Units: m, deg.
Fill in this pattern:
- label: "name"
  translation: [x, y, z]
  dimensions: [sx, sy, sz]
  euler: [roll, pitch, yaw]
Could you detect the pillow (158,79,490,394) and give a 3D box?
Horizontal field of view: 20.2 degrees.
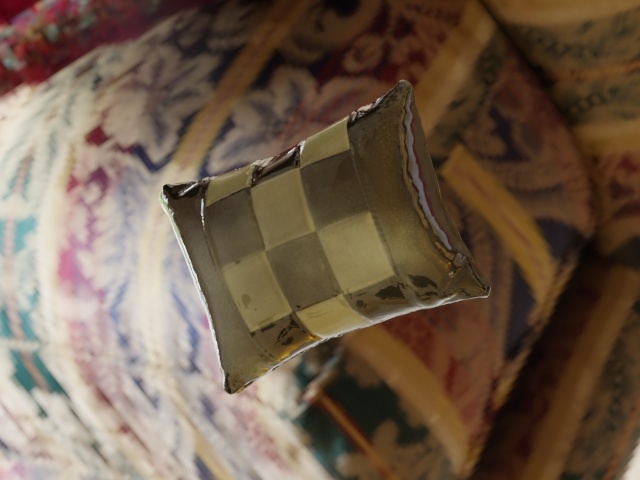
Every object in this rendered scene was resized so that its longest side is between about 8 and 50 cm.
- label: "pillow"
  translation: [0.000, 0.000, 1.442]
  dimensions: [0.250, 0.106, 0.186]
  euler: [-22, 83, 24]
